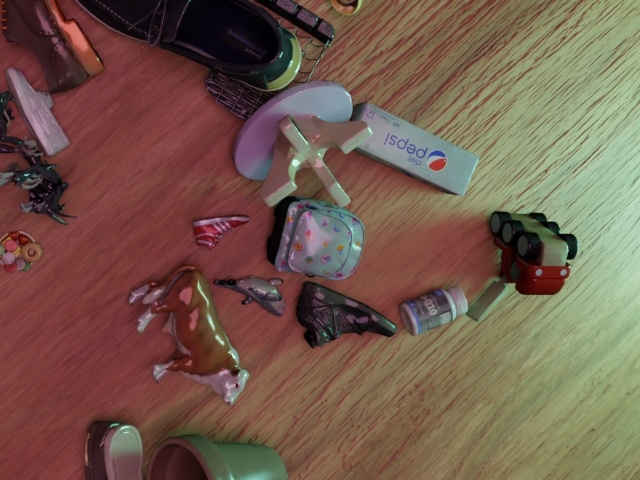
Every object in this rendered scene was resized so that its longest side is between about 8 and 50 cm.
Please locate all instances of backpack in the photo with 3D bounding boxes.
[{"bbox_3d":[0.000,0.000,1.913,0.188,0.144,0.166,10,97,-25],"label":"backpack"}]

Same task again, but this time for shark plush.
[{"bbox_3d":[-0.147,0.117,1.935,0.161,0.073,0.067,11,123,-20],"label":"shark plush"}]

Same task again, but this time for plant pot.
[{"bbox_3d":[-0.196,0.513,1.871,0.229,0.263,0.263,-5,98,-44],"label":"plant pot"}]

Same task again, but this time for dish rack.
[{"bbox_3d":[-0.108,-0.376,1.885,0.208,0.074,0.272,29,90,-14],"label":"dish rack"}]

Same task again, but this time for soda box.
[{"bbox_3d":[0.191,-0.195,1.969,0.286,0.091,0.098,23,90,-16],"label":"soda box"}]

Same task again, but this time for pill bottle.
[{"bbox_3d":[0.252,0.154,2.029,0.137,0.078,0.078,-21,101,-12],"label":"pill bottle"}]

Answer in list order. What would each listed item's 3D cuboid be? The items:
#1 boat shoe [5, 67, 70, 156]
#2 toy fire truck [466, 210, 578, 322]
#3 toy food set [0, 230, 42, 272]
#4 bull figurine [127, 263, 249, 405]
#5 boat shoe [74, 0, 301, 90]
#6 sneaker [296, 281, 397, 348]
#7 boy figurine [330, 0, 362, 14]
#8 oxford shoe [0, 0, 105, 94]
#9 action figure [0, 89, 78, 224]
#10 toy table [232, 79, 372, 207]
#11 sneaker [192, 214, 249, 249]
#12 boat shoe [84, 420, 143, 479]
[{"bbox_3d":[-0.551,-0.257,1.784,0.063,0.066,0.184,-31,101,-24],"label":"boat shoe"},{"bbox_3d":[0.431,0.076,2.010,0.158,0.217,0.247,1,110,-15],"label":"toy fire truck"},{"bbox_3d":[-0.605,0.023,1.819,0.082,0.020,0.083,-43,105,-7],"label":"toy food set"},{"bbox_3d":[-0.270,0.206,1.885,0.188,0.101,0.311,-18,100,-10],"label":"bull figurine"},{"bbox_3d":[-0.269,-0.444,1.752,0.500,0.156,0.187,27,92,2],"label":"boat shoe"},{"bbox_3d":[0.049,0.186,1.977,0.227,0.087,0.130,22,92,-13],"label":"sneaker"},{"bbox_3d":[0.014,-0.571,1.832,0.177,0.285,0.092,1,61,22],"label":"boy figurine"},{"bbox_3d":[-0.565,-0.448,1.728,0.132,0.130,0.364,-33,103,-3],"label":"oxford shoe"},{"bbox_3d":[-0.582,-0.136,1.741,0.141,0.164,0.276,-31,94,-32],"label":"action figure"},{"bbox_3d":[-0.035,-0.185,1.834,0.274,0.161,0.252,-43,132,13],"label":"toy table"},{"bbox_3d":[-0.205,-0.017,1.909,0.118,0.042,0.067,-7,94,-6],"label":"sneaker"},{"bbox_3d":[-0.428,0.530,1.881,0.116,0.096,0.325,-15,107,-54],"label":"boat shoe"}]
